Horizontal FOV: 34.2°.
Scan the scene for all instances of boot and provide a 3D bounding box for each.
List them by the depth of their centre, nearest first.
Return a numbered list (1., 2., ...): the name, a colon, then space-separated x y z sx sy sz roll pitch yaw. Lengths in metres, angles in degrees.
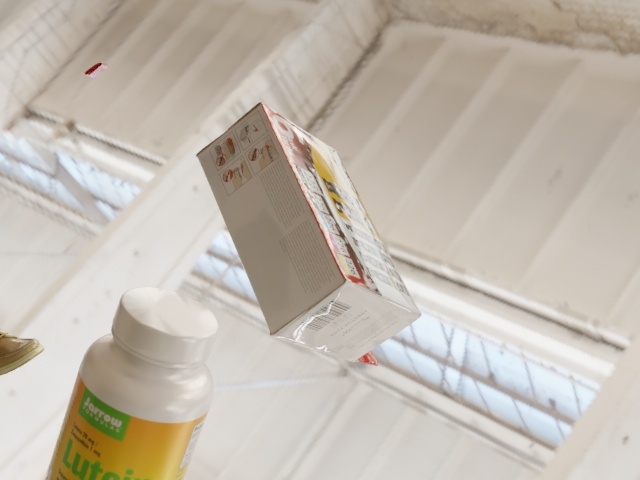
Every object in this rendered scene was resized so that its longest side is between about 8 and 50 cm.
1. boot: -0.559 0.138 1.714 0.213 0.165 0.077 -10 -165 37

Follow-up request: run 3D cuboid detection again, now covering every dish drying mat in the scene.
1. dish drying mat: -0.340 -0.260 1.583 0.032 0.008 0.083 -38 -173 0

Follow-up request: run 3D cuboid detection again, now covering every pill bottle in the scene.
1. pill bottle: -0.187 0.178 1.051 0.136 0.136 0.246 43 -61 50

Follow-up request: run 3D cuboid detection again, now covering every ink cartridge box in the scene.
1. ink cartridge box: 0.000 0.000 1.446 0.130 0.272 0.309 -37 -122 19
